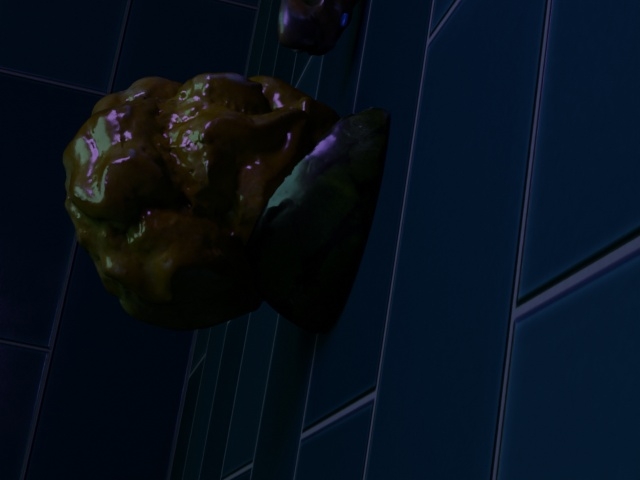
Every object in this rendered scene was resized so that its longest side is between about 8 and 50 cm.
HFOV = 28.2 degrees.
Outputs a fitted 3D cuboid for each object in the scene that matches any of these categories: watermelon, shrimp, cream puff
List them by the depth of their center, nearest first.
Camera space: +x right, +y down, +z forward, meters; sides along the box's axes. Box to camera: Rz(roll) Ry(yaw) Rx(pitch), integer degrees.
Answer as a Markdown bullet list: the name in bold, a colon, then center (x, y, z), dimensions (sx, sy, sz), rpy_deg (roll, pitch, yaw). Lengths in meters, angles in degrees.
- **watermelon**: center (0.000, 0.000, 1.355), dimensions (0.129, 0.123, 0.301), rpy_deg (-42, -19, -42)
- **cream puff**: center (-0.112, -0.065, 1.456), dimensions (0.257, 0.324, 0.291), rpy_deg (-23, 62, 32)
- **shrimp**: center (0.052, -0.439, 1.553), dimensions (0.221, 0.109, 0.446), rpy_deg (-137, 63, -70)
